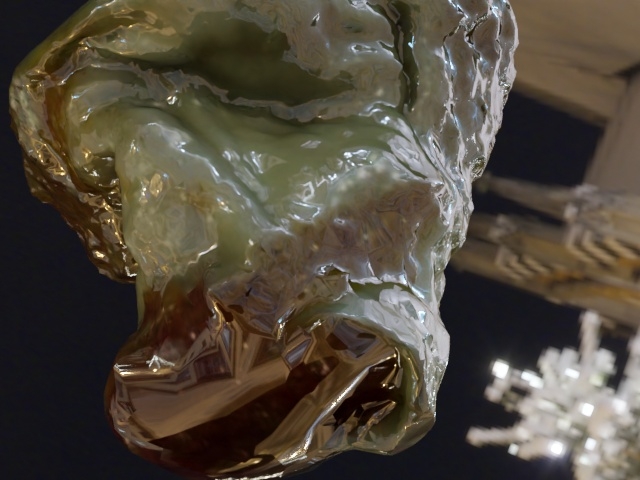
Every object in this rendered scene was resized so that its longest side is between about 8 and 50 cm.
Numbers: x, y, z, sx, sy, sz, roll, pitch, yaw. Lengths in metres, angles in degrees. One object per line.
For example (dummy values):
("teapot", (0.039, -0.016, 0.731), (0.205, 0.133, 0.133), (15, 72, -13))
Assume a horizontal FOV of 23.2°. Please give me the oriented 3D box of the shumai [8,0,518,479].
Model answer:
("shumai", (0.000, 0.000, 0.662), (0.272, 0.222, 0.204), (-8, -113, -52))
